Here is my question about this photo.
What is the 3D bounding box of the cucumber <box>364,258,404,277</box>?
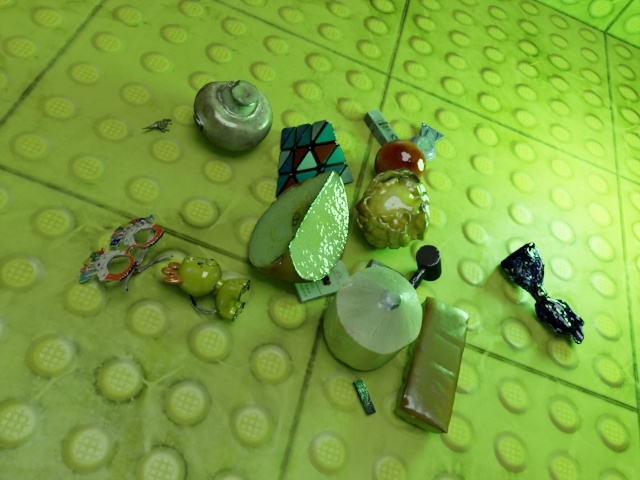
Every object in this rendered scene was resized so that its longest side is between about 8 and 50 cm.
[{"bbox_3d":[0.181,0.097,1.729,0.112,0.064,0.064,31,53,5],"label":"cucumber"}]

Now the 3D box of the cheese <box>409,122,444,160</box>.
[{"bbox_3d":[0.364,-0.337,2.096,0.105,0.042,0.191,31,50,-1],"label":"cheese"}]

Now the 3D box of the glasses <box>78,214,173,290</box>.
[{"bbox_3d":[-0.485,0.035,1.518,0.162,0.095,0.255,17,50,25],"label":"glasses"}]

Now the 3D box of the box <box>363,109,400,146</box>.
[{"bbox_3d":[0.226,-0.353,2.055,0.055,0.039,0.218,-19,67,-32],"label":"box"}]

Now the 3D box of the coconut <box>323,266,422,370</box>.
[{"bbox_3d":[0.135,0.195,1.532,0.239,0.244,0.239,10,54,-15],"label":"coconut"}]

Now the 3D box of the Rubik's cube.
[{"bbox_3d":[0.001,-0.204,1.853,0.234,0.284,0.250,26,76,-30],"label":"Rubik's cube"}]

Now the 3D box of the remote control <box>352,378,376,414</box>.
[{"bbox_3d":[0.111,0.400,1.532,0.034,0.016,0.091,-2,58,-41],"label":"remote control"}]

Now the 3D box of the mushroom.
[{"bbox_3d":[-0.263,-0.379,1.799,0.255,0.184,0.254,17,56,-27],"label":"mushroom"}]

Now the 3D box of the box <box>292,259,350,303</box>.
[{"bbox_3d":[0.003,0.113,1.673,0.167,0.024,0.090,-13,63,-27],"label":"box"}]

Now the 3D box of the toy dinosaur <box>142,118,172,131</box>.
[{"bbox_3d":[-0.477,-0.338,1.781,0.041,0.026,0.113,36,44,13],"label":"toy dinosaur"}]

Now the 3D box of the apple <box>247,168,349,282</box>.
[{"bbox_3d":[-0.051,-0.030,1.642,0.254,0.179,0.346,25,59,2],"label":"apple"}]

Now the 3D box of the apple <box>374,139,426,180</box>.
[{"bbox_3d":[0.255,-0.238,1.917,0.163,0.163,0.139,3,60,-19],"label":"apple"}]

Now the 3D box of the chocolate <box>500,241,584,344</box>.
[{"bbox_3d":[0.690,0.175,1.854,0.343,0.126,0.148,61,21,13],"label":"chocolate"}]

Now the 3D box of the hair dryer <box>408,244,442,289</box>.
[{"bbox_3d":[0.270,0.137,1.732,0.071,0.114,0.248,26,69,26],"label":"hair dryer"}]

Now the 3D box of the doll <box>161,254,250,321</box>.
[{"bbox_3d":[-0.291,0.108,1.516,0.221,0.135,0.143,22,21,1],"label":"doll"}]

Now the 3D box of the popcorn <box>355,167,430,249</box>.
[{"bbox_3d":[0.221,-0.084,1.786,0.250,0.190,0.250,4,77,-16],"label":"popcorn"}]

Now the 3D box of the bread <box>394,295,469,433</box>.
[{"bbox_3d":[0.301,0.330,1.613,0.138,0.077,0.361,26,53,-5],"label":"bread"}]
